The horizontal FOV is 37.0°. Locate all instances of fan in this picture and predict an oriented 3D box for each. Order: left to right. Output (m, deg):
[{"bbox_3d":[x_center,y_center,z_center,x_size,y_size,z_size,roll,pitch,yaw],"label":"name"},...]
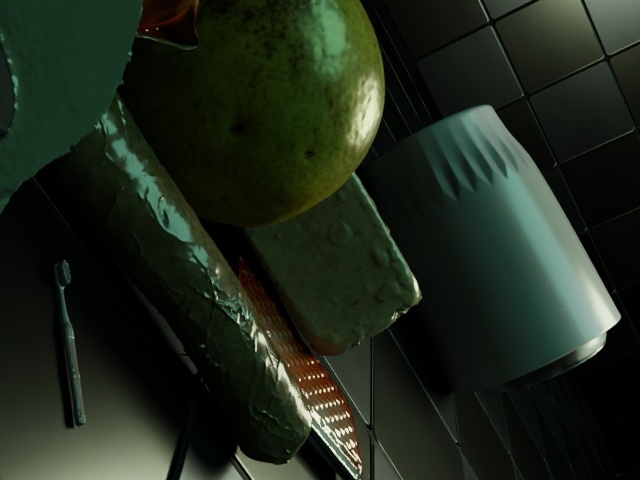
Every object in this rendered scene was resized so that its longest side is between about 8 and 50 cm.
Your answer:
[{"bbox_3d":[-0.151,-0.031,0.377,0.010,0.182,0.310,-169,-109,-73],"label":"fan"}]

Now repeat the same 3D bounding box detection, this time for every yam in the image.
[{"bbox_3d":[-0.092,0.018,0.601,0.299,0.066,0.066,60,16,-19],"label":"yam"}]

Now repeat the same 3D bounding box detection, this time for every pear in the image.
[{"bbox_3d":[-0.053,-0.117,0.673,0.197,0.197,0.197,57,17,-28],"label":"pear"}]

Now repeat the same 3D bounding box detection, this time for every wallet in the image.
[{"bbox_3d":[-0.020,0.110,0.778,0.196,0.020,0.103,55,15,-31],"label":"wallet"}]

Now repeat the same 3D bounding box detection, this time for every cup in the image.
[{"bbox_3d":[0.230,0.018,1.346,0.371,0.253,0.253,64,15,5],"label":"cup"}]

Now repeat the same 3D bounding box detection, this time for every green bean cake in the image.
[{"bbox_3d":[0.000,0.000,0.820,0.179,0.109,0.085,61,-2,-12],"label":"green bean cake"}]

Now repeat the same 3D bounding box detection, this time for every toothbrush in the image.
[{"bbox_3d":[-0.133,0.053,0.509,0.006,0.008,0.097,22,45,-49],"label":"toothbrush"}]

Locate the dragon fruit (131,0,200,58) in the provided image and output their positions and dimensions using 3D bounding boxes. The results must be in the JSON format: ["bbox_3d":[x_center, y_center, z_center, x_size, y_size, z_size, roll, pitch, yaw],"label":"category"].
[{"bbox_3d":[-0.133,-0.197,0.502,0.227,0.224,0.224,-30,95,-54],"label":"dragon fruit"}]
